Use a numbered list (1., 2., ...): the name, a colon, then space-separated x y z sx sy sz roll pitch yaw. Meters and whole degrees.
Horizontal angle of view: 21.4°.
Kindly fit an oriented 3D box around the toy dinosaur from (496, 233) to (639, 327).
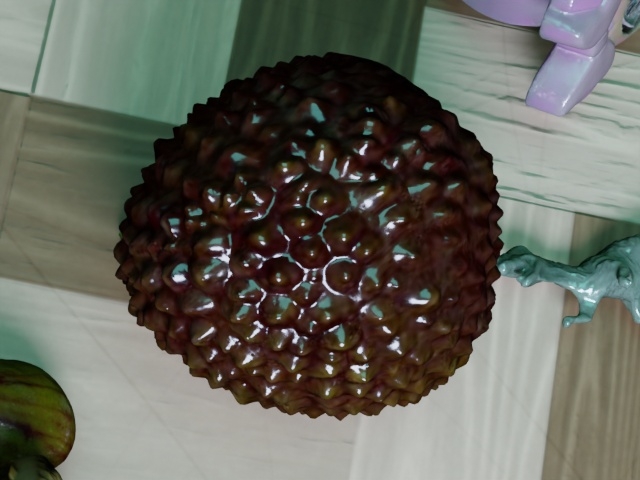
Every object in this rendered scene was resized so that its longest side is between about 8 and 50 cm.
1. toy dinosaur: 0.340 0.039 1.500 0.383 0.076 0.129 -3 51 -17

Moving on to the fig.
1. fig: -0.264 0.135 1.334 0.109 0.155 0.103 -38 55 -2

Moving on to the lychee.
1. lychee: 0.000 0.000 1.337 0.330 0.306 0.306 -13 77 -26

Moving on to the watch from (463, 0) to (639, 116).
1. watch: 0.199 -0.262 1.526 0.217 0.211 0.248 33 63 19

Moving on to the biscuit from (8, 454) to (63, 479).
1. biscuit: -0.202 0.286 1.254 0.079 0.259 0.259 -16 77 -8

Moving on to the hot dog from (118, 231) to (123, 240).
1. hot dog: -0.128 0.030 1.447 0.049 0.037 0.122 -39 85 -20
